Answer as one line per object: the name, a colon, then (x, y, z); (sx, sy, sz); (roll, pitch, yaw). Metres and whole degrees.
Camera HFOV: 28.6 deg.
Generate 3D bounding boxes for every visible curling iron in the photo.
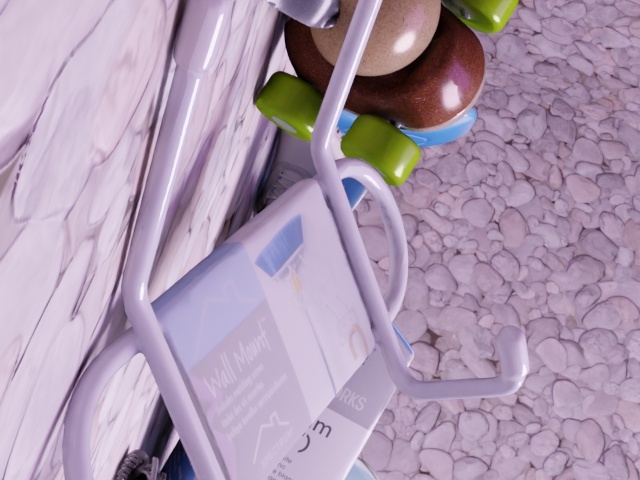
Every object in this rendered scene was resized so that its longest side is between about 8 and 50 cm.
curling iron: (-0.150, 0.249, 0.931); (0.068, 0.035, 0.274); (-72, 180, -46)

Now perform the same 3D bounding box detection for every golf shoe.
golf shoe: (-0.024, -0.050, 1.178); (0.176, 0.069, 0.086); (106, 10, -58)

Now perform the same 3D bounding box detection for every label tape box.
label tape box: (-0.014, 0.111, 1.068); (0.348, 0.115, 0.249); (-59, -173, -2)

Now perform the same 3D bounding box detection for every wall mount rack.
wall mount rack: (0.000, 0.000, 0.649); (0.350, 0.130, 0.304); (-44, 120, -53)

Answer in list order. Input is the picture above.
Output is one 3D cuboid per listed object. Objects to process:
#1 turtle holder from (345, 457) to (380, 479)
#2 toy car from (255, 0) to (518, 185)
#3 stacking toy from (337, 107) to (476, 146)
turtle holder: (-0.049, 0.329, 1.340); (0.243, 0.227, 0.320); (-52, 159, 12)
toy car: (0.022, -0.151, 0.800); (0.155, 0.149, 0.188); (-58, 153, -6)
stacking toy: (0.082, -0.254, 1.291); (0.166, 0.175, 0.302); (101, -5, -87)
